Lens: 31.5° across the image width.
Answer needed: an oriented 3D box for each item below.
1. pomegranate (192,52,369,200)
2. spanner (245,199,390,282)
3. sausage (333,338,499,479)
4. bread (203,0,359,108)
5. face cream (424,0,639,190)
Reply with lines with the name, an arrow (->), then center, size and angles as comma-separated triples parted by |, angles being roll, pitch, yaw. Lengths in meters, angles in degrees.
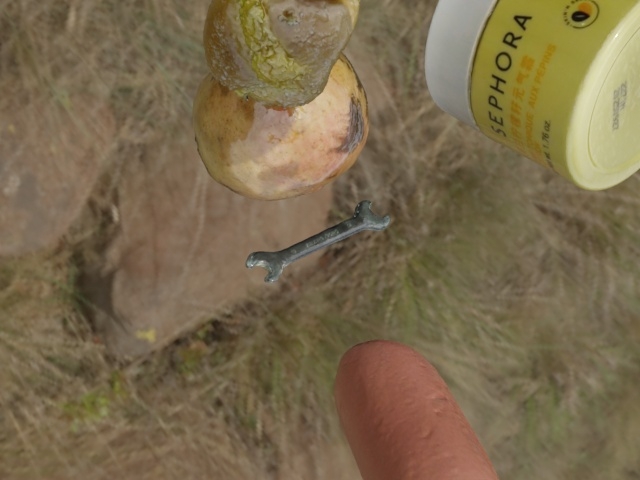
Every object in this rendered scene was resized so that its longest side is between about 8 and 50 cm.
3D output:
pomegranate -> -0.069, -0.209, 1.923 | 0.322, 0.322, 0.322 | -22, 136, -23
spanner -> 0.000, 0.000, 1.548 | 0.254, 0.054, 0.015 | -25, 159, -39
sausage -> 0.048, 0.107, 0.581 | 0.062, 0.154, 0.062 | -7, 119, -12
bread -> -0.064, -0.291, 1.623 | 0.176, 0.195, 0.246 | -64, -178, -31
face cream -> 0.238, -0.181, 1.086 | 0.218, 0.179, 0.218 | -30, 139, -31
